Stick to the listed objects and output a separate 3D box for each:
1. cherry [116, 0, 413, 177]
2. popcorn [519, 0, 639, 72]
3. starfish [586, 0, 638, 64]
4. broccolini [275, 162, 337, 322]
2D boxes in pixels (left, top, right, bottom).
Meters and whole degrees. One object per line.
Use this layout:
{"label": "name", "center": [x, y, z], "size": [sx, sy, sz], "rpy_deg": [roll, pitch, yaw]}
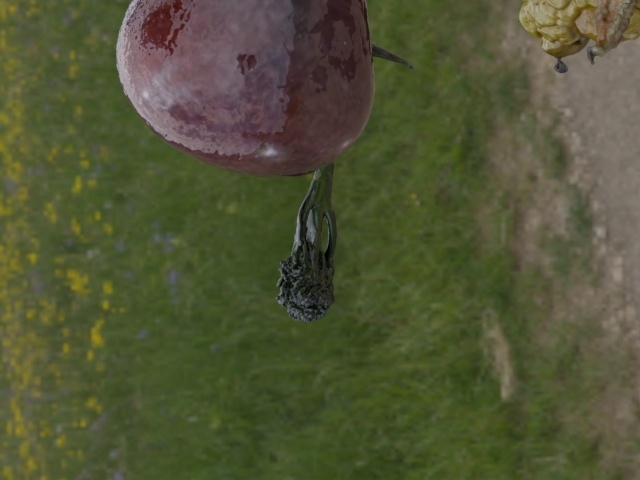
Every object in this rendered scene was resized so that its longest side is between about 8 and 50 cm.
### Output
{"label": "cherry", "center": [-0.049, -0.180, 1.193], "size": [0.213, 0.285, 0.236], "rpy_deg": [107, 164, -62]}
{"label": "popcorn", "center": [0.338, -0.325, 1.629], "size": [0.194, 0.163, 0.140], "rpy_deg": [-13, 38, 55]}
{"label": "starfish", "center": [0.230, -0.265, 0.973], "size": [0.293, 0.084, 0.301], "rpy_deg": [-85, -10, -52]}
{"label": "broccolini", "center": [-0.012, 0.001, 1.499], "size": [0.068, 0.091, 0.202], "rpy_deg": [-21, 54, 46]}
